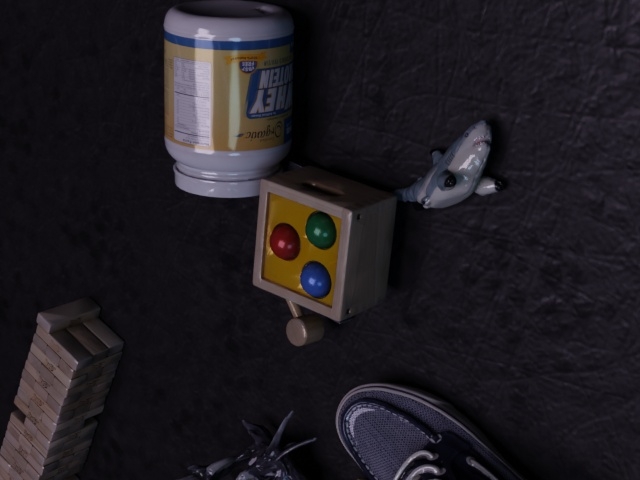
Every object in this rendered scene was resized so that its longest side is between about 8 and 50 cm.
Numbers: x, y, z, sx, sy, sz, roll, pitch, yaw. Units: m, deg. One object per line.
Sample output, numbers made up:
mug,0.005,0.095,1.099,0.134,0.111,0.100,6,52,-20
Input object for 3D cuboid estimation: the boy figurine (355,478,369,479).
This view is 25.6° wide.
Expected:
boy figurine,0.080,0.355,1.541,0.285,0.177,0.092,36,120,58

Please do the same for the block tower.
block tower,-0.371,0.242,1.978,0.097,0.091,0.335,39,126,26

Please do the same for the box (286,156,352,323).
box,0.000,0.000,1.607,0.116,0.029,0.162,27,121,34

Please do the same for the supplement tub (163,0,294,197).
supplement tub,-0.102,-0.160,1.570,0.144,0.144,0.200,17,115,38

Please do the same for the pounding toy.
pounding toy,-0.024,0.031,1.553,0.181,0.094,0.206,21,116,35

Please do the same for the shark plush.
shark plush,0.132,-0.069,1.471,0.161,0.073,0.067,141,125,-63

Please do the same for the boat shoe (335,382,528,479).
boat shoe,0.125,0.263,1.469,0.340,0.158,0.127,32,105,28

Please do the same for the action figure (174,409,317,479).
action figure,-0.089,0.337,1.719,0.164,0.141,0.276,40,130,28
